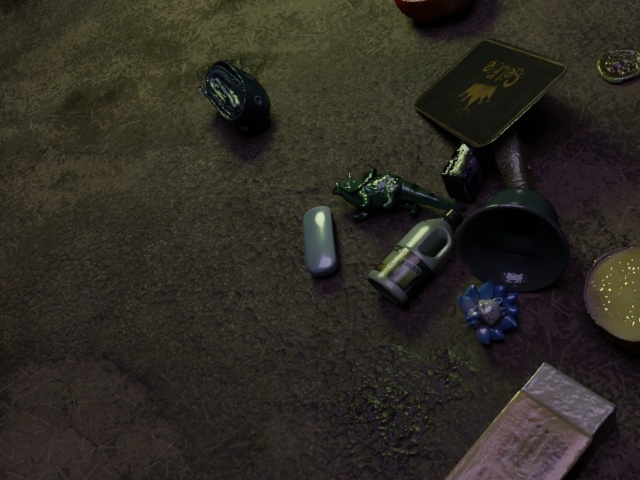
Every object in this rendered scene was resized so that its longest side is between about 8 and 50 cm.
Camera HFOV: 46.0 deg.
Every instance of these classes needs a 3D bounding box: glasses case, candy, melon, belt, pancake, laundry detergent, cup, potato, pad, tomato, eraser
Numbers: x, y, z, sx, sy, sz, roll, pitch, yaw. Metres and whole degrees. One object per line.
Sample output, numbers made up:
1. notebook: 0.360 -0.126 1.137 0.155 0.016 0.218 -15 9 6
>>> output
1. glasses case: 0.000 0.000 1.609 0.067 0.045 0.178 -16 49 12
2. candy: 0.354 -0.224 1.594 0.061 0.088 0.312 17 63 35
3. melon: 0.397 -0.133 1.508 0.054 0.098 0.182 -28 44 34
4. belt: -0.204 -0.367 1.940 0.122 0.128 0.218 -53 47 19
5. pancake: 0.653 -0.382 1.631 0.108 0.017 0.108 -12 55 17
6. laundry detergent: 0.199 0.023 1.489 0.226 0.070 0.099 -44 42 -14
7. cup: 0.366 -0.026 1.398 0.199 0.199 0.150 1 38 25
8. potato: 0.537 0.105 1.271 0.164 0.081 0.200 -20 46 19
9. pad: 0.360 -0.368 1.612 0.315 0.063 0.375 -42 29 3
10. tomato: 0.299 -0.644 1.939 0.237 0.095 0.236 -12 47 13
11. eraser: 0.306 0.360 1.177 0.343 0.078 0.144 -45 51 -14

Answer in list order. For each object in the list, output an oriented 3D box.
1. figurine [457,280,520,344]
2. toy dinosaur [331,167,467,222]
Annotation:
1. figurine: 0.311 0.122 1.355 0.114 0.079 0.114 -3 79 13
2. toy dinosaur: 0.150 -0.083 1.588 0.292 0.079 0.120 21 67 31
